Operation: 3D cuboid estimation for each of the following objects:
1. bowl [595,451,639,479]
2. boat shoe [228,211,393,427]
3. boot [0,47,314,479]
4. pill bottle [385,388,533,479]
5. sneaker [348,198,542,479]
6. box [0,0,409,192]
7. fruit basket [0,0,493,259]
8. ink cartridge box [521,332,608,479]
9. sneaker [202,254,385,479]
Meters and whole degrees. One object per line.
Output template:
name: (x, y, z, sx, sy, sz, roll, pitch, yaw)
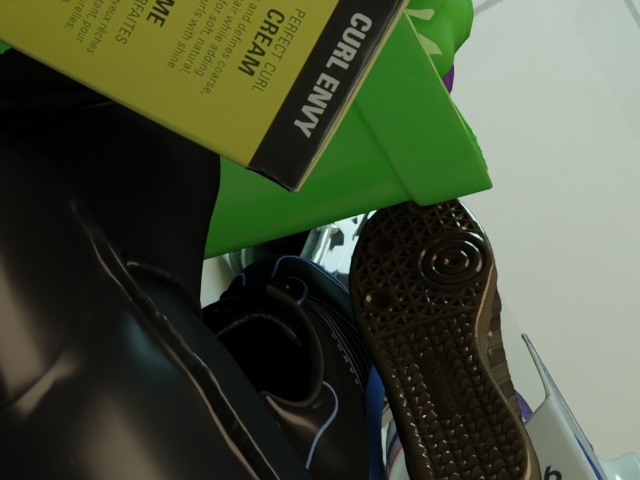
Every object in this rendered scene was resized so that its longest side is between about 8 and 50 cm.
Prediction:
bowl: (0.202, 0.249, 1.322, 0.289, 0.156, 0.289, 59, 6, -10)
boat shoe: (-0.002, 0.003, 1.005, 0.105, 0.113, 0.306, 29, 26, -11)
boot: (-0.042, 0.053, 0.433, 0.207, 0.094, 0.246, 57, 12, 4)
pill bottle: (0.098, 0.147, 1.148, 0.108, 0.108, 0.193, 60, 6, -6)
sneaker: (0.053, 0.063, 0.746, 0.071, 0.066, 0.188, 79, 3, -46)
box: (-0.094, -0.095, 0.388, 0.232, 0.058, 0.087, 27, 13, -9)
fruit basket: (-0.002, -0.199, 0.724, 0.392, 0.392, 0.283, 60, 6, -7)
ink cartridge box: (0.173, 0.222, 0.933, 0.165, 0.065, 0.332, 53, 10, -50)
sneaker: (-0.019, 0.049, 0.743, 0.232, 0.081, 0.090, -106, 172, -64)
